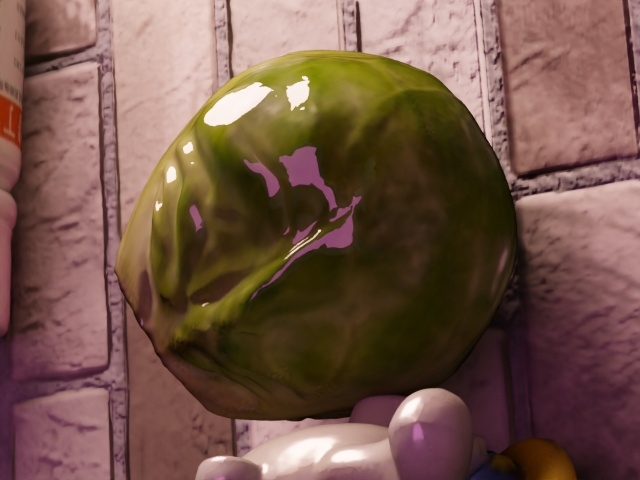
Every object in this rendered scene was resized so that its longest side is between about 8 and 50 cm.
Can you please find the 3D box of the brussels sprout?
[{"bbox_3d":[0.000,0.000,1.107,0.244,0.244,0.244,-6,78,30],"label":"brussels sprout"}]

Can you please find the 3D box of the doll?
[{"bbox_3d":[0.060,0.144,1.004,0.243,0.311,0.159,30,59,-2],"label":"doll"}]

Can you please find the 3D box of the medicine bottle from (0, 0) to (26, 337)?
[{"bbox_3d":[-0.309,-0.089,1.299,0.202,0.202,0.316,-5,78,30],"label":"medicine bottle"}]
